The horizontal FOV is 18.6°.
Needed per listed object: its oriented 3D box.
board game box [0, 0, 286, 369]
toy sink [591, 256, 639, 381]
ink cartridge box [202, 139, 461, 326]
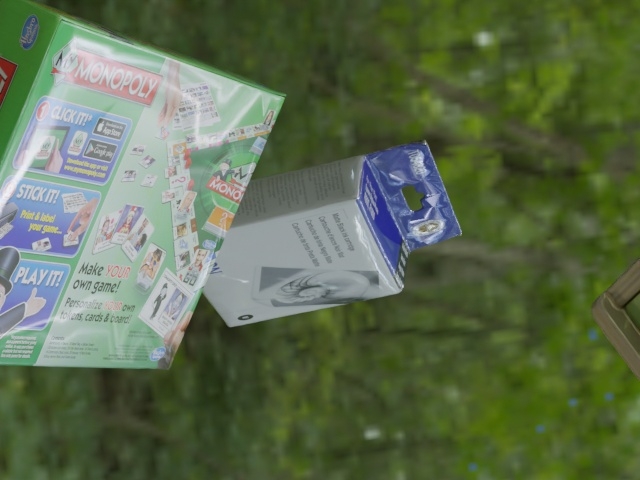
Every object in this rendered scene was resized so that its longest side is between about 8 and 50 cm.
[{"bbox_3d":[-0.141,-0.024,1.231,0.046,0.317,0.213,25,-85,22],"label":"board game box"},{"bbox_3d":[0.277,0.053,1.241,0.153,0.131,0.234,55,-25,11],"label":"toy sink"},{"bbox_3d":[0.000,0.000,1.631,0.223,0.224,0.045,58,20,-66],"label":"ink cartridge box"}]
